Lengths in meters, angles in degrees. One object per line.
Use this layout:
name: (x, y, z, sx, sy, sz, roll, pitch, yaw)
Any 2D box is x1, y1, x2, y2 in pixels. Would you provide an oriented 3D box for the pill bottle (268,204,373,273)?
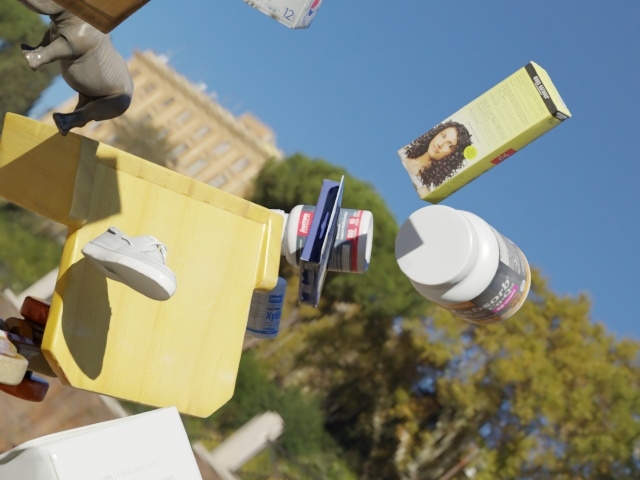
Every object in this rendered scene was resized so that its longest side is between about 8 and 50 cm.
pill bottle: (-0.006, -0.005, 2.209, 0.180, 0.108, 0.108, 5, -27, 7)

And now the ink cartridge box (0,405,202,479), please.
ink cartridge box: (-0.204, 0.377, 1.203, 0.279, 0.160, 0.384, -28, -101, 42)

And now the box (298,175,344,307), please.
box: (0.000, 0.000, 1.988, 0.037, 0.136, 0.225, 15, -24, 3)

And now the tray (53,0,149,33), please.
tray: (-0.083, -0.343, 1.053, 0.076, 0.411, 0.203, 63, 15, 23)

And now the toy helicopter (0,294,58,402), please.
toy helicopter: (-0.456, 0.135, 1.768, 0.235, 0.140, 0.355, 23, -2, -14)

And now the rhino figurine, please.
rhino figurine: (-0.286, -0.226, 1.487, 0.073, 0.106, 0.243, 55, -13, 46)

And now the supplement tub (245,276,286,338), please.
supplement tub: (-0.104, 0.120, 2.383, 0.071, 0.071, 0.107, 31, -66, 55)

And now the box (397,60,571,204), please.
box: (0.225, -0.146, 1.817, 0.058, 0.232, 0.087, 17, 43, -59)

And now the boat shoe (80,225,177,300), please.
boat shoe: (-0.211, 0.021, 1.516, 0.066, 0.063, 0.184, 49, -19, -27)

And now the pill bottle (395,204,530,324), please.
pill bottle: (0.235, 0.040, 2.166, 0.162, 0.162, 0.278, 44, 8, 28)

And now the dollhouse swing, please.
dollhouse swing: (-0.274, 0.040, 1.791, 0.347, 0.304, 0.315, 20, -1, -41)

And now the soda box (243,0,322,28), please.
soda box: (-0.130, -0.445, 2.087, 0.286, 0.091, 0.098, 31, 16, 8)
